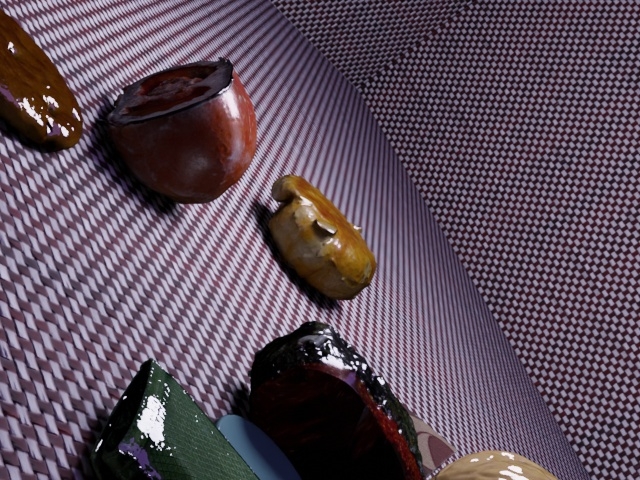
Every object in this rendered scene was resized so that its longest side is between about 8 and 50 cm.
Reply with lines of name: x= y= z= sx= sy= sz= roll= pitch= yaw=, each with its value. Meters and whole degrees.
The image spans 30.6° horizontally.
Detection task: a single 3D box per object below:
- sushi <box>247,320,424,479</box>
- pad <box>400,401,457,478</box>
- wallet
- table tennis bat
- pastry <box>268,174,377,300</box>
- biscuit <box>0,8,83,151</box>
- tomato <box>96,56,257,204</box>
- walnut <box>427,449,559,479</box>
sushi: x=0.019 y=0.199 z=1.287 sx=0.225 sy=0.136 sz=0.126 roll=51 pitch=15 yaw=-15
pad: x=0.071 y=0.228 z=1.543 sx=0.220 sy=0.004 sz=0.330 roll=39 pitch=8 yaw=13
wallet: x=-0.093 y=0.225 z=0.989 sx=0.236 sy=0.055 sz=0.160 roll=54 pitch=19 yaw=-15
table tennis bat: x=-0.034 y=0.271 z=1.143 sx=0.237 sy=0.038 sz=0.149 roll=54 pitch=13 yaw=19
pastry: x=0.000 y=0.000 z=1.827 sx=0.229 sy=0.100 sz=0.218 roll=43 pitch=12 yaw=-25
biscuit: x=-0.328 y=-0.184 z=1.259 sx=0.212 sy=0.036 sz=0.212 roll=51 pitch=12 yaw=-15
tomato: x=-0.165 y=-0.127 z=1.476 sx=0.214 sy=0.181 sz=0.155 roll=-76 pitch=148 yaw=-64
walnut: x=0.228 y=0.372 z=1.425 sx=0.261 sy=0.225 sz=0.225 roll=43 pitch=15 yaw=-13
